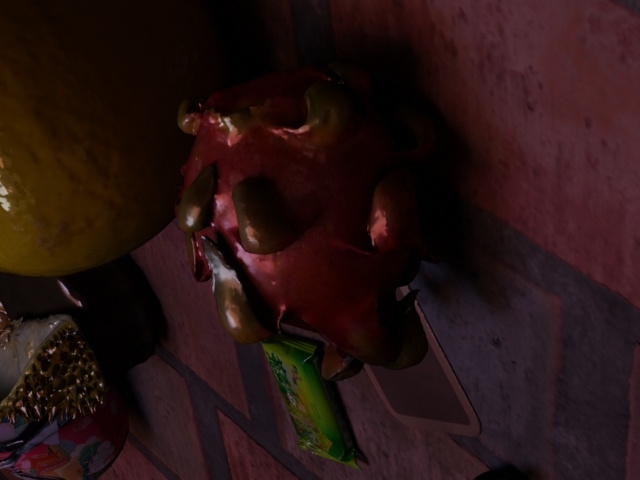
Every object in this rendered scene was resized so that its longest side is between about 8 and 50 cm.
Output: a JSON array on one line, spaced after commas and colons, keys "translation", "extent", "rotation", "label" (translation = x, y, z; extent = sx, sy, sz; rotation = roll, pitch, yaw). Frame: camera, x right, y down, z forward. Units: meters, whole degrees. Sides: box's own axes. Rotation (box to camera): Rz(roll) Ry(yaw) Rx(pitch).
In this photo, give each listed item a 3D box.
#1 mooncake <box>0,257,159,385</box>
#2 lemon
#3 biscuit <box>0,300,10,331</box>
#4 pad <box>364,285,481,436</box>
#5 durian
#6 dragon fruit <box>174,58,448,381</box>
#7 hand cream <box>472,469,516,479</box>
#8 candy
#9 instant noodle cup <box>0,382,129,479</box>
[{"translation": [-0.306, 0.079, 2.260], "extent": [0.228, 0.124, 0.228], "rotation": [36, 145, 30], "label": "mooncake"}, {"translation": [-0.248, -0.136, 1.612], "extent": [0.348, 0.348, 0.348], "rotation": [41, 152, 28], "label": "lemon"}, {"translation": [-0.436, 0.083, 2.406], "extent": [0.162, 0.250, 0.035], "rotation": [37, -164, -4], "label": "biscuit"}, {"translation": [0.059, 0.079, 1.736], "extent": [0.176, 0.002, 0.266], "rotation": [-1, 121, 61], "label": "pad"}, {"translation": [-0.349, 0.164, 2.217], "extent": [0.252, 0.144, 0.139], "rotation": [172, 101, -64], "label": "durian"}, {"translation": [0.003, -0.018, 1.493], "extent": [0.227, 0.243, 0.307], "rotation": [4, 168, 33], "label": "dragon fruit"}, {"translation": [0.161, 0.281, 1.757], "extent": [0.084, 0.050, 0.257], "rotation": [48, 161, 19], "label": "hand cream"}, {"translation": [-0.012, 0.175, 1.951], "extent": [0.102, 0.032, 0.178], "rotation": [24, 142, 48], "label": "candy"}, {"translation": [-0.383, 0.240, 2.488], "extent": [0.258, 0.302, 0.181], "rotation": [-6, 138, 27], "label": "instant noodle cup"}]
